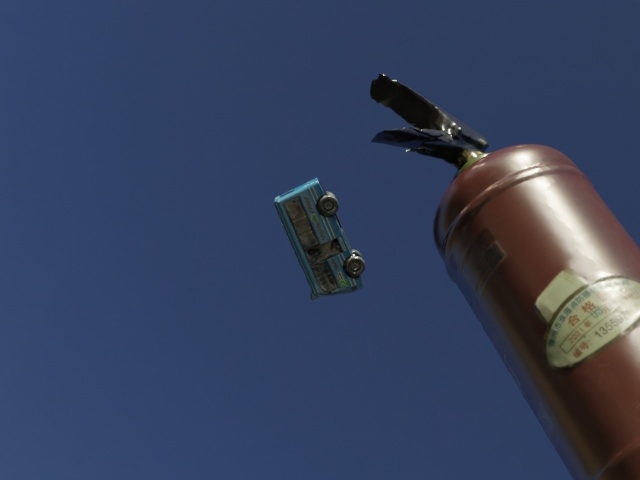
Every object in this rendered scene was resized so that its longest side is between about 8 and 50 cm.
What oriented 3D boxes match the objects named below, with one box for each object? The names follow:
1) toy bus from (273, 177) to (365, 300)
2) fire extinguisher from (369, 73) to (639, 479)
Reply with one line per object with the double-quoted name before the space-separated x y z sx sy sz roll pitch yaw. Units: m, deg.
"toy bus" 0.000 0.000 0.767 0.046 0.038 0.083 -23 -83 1
"fire extinguisher" 0.125 0.025 0.619 0.102 0.138 0.344 -54 -134 31
